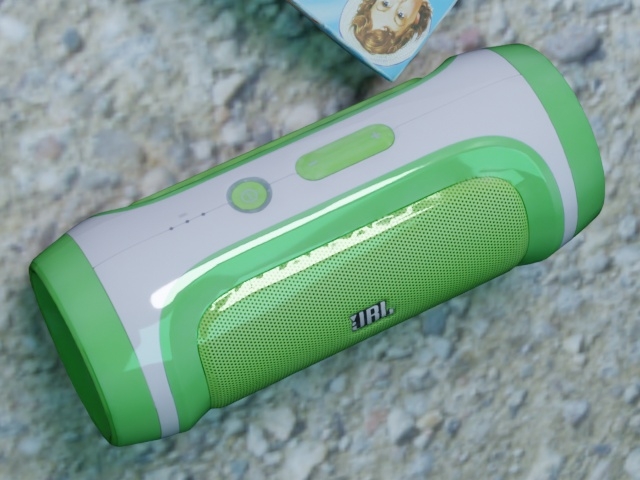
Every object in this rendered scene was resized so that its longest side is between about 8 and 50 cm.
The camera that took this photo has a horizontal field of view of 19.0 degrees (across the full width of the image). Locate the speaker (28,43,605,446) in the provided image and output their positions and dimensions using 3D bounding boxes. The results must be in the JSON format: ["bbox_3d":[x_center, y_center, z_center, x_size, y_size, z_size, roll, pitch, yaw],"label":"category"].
[{"bbox_3d":[0.000,0.000,1.028,0.296,0.131,0.131,-25,120,-14],"label":"speaker"}]

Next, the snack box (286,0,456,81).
[{"bbox_3d":[-0.013,-0.234,0.928,0.187,0.060,0.322,-52,134,3],"label":"snack box"}]
